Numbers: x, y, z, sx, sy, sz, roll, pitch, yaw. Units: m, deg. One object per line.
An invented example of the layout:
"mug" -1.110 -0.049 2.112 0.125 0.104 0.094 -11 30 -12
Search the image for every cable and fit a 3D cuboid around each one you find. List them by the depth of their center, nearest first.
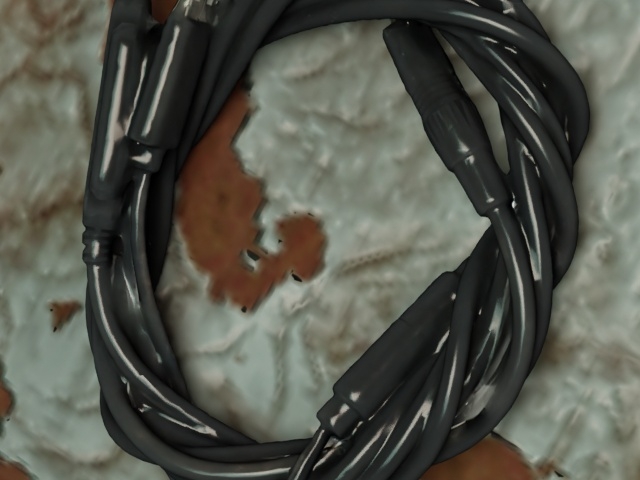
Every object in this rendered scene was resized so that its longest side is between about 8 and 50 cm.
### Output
"cable" 0.000 0.000 0.582 0.150 0.047 0.184 8 91 14
